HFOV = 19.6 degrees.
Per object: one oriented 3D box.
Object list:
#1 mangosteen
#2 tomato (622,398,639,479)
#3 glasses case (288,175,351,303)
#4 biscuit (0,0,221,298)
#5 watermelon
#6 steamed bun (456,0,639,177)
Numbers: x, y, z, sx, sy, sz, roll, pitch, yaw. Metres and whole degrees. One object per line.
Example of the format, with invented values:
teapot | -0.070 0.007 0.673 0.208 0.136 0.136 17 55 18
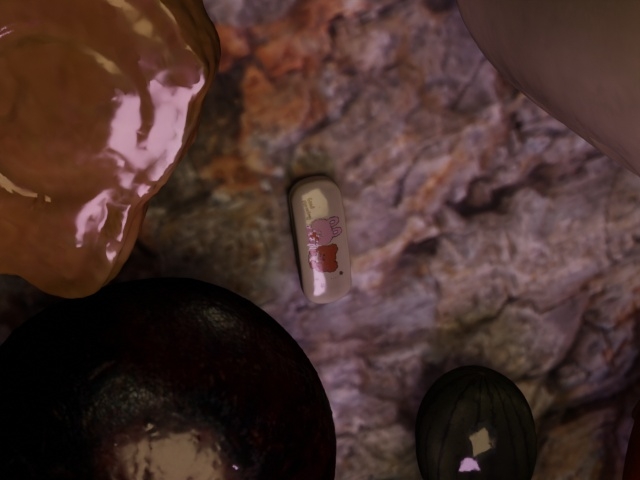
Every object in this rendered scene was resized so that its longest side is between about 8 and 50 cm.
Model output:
mangosteen | -0.089 0.129 1.054 0.216 0.216 0.216 -6 116 -13
tomato | 0.352 0.187 1.141 0.341 0.341 0.273 -23 121 -5
glasses case | 0.000 0.000 1.128 0.032 0.021 0.083 -12 117 -9
biscuit | -0.193 -0.095 0.943 0.269 0.051 0.376 27 127 -5
watermelon | 0.100 0.132 1.189 0.078 0.078 0.111 -14 118 -9
steamed bun | 0.325 -0.164 0.949 0.456 0.371 0.290 -3 114 -18
